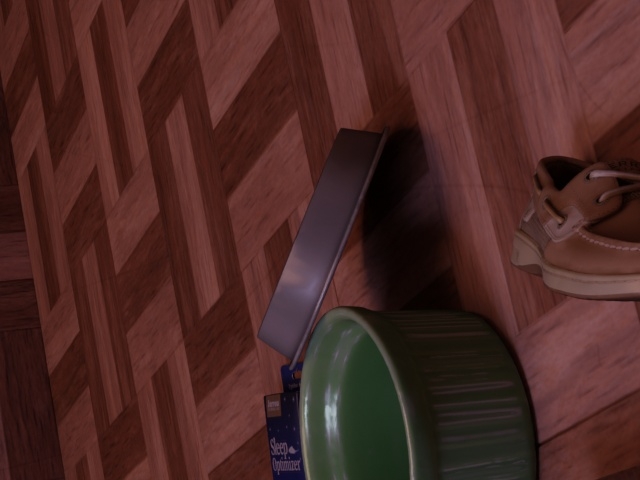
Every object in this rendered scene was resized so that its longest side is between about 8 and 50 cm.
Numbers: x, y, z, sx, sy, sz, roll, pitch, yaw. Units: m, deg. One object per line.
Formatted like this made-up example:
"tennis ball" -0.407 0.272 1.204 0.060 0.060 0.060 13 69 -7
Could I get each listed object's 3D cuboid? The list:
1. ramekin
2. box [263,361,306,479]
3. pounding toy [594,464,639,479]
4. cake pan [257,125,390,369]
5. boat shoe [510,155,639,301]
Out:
"ramekin" 0.100 0.212 1.841 0.303 0.148 0.303 175 90 -69
"box" -0.031 0.275 2.347 0.136 0.037 0.225 160 105 -68
"pounding toy" 0.274 0.301 1.510 0.181 0.094 0.206 -40 67 59
"cake pan" 0.000 0.000 1.972 0.293 0.054 0.293 -158 90 -89
"boat shoe" 0.236 -0.014 1.454 0.341 0.122 0.110 -154 69 -74
